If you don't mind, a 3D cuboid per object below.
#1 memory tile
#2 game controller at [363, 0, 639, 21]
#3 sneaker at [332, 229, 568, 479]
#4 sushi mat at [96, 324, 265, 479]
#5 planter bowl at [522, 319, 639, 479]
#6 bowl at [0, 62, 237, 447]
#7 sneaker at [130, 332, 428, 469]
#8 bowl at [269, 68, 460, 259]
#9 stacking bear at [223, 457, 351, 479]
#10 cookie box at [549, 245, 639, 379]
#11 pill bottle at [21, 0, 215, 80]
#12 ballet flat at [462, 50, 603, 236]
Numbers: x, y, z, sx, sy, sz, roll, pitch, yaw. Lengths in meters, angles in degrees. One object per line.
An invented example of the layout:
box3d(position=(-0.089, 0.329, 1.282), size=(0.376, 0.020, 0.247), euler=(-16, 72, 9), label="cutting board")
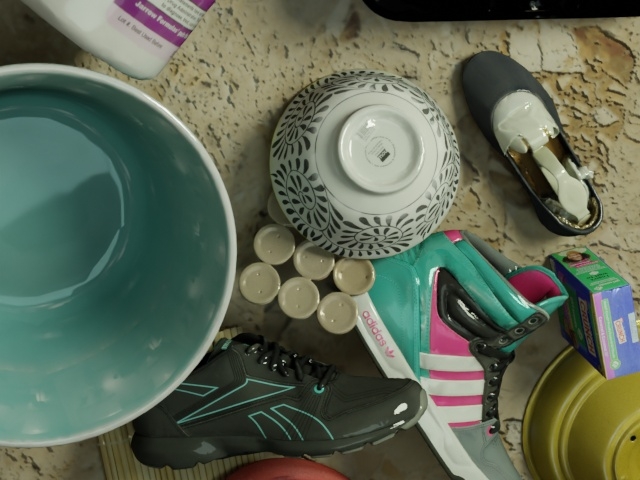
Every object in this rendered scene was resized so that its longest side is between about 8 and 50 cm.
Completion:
box3d(position=(0.000, 0.000, 1.342), size=(0.113, 0.012, 0.148), euler=(19, 81, 4), label="memory tile")
box3d(position=(0.175, -0.271, 1.292), size=(0.319, 0.067, 0.166), euler=(-5, 112, -22), label="game controller")
box3d(position=(0.157, 0.105, 1.412), size=(0.178, 0.124, 0.295), euler=(-30, 113, 7), label="sneaker")
box3d(position=(-0.122, 0.234, 1.434), size=(0.151, 0.019, 0.316), euler=(-13, 112, -11), label="sushi mat")
box3d(position=(0.315, 0.193, 1.497), size=(0.217, 0.090, 0.217), euler=(-5, 109, -13), label="planter bowl")
box3d(position=(-0.234, -0.008, 1.240), size=(0.311, 0.163, 0.311), euler=(-5, 111, -13), label="bowl")
box3d(position=(-0.042, 0.135, 1.333), size=(0.267, 0.101, 0.106), euler=(-6, 95, 7), label="sneaker")
box3d(position=(0.045, -0.072, 1.302), size=(0.170, 0.080, 0.170), euler=(1, 83, -9), label="bowl")
box3d(position=(0.010, 0.315, 1.332), size=(0.175, 0.289, 0.164), euler=(-48, 119, -5), label="stacking bear")
box3d(position=(0.256, 0.066, 1.426), size=(0.040, 0.107, 0.092), euler=(-16, 112, -9), label="cookie box")
box3d(position=(-0.108, -0.287, 1.173), size=(0.169, 0.169, 0.301), euler=(36, 97, -23), label="pill bottle")
box3d(position=(0.198, -0.083, 1.380), size=(0.074, 0.074, 0.203), euler=(-34, 114, -1), label="ballet flat")
